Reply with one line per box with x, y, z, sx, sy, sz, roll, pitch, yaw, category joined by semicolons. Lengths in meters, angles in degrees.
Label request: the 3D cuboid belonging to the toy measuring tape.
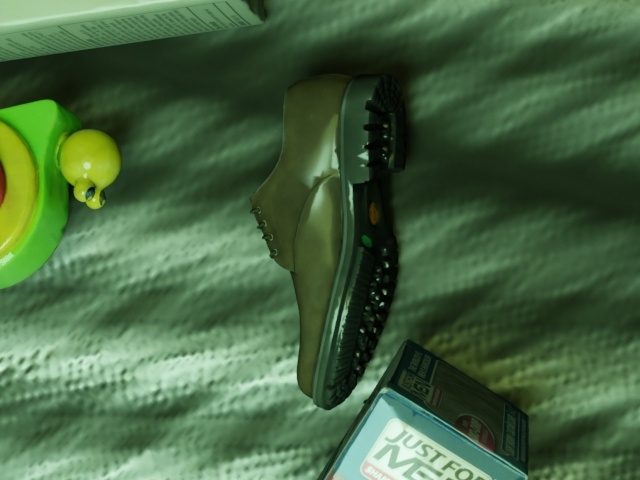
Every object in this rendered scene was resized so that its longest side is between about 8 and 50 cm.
-0.288;-0.012;1.157;0.330;0.121;0.121;-11;90;12;toy measuring tape

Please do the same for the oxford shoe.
0.000;0.000;1.155;0.096;0.083;0.227;5;91;24;oxford shoe

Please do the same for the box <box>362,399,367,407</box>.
0.058;0.155;1.173;0.067;0.018;0.083;4;92;5;box

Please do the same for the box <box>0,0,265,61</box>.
-0.203;-0.188;1.127;0.311;0.148;0.121;-7;90;4;box

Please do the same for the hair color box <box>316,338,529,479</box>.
0.001;0.245;1.088;0.105;0.174;0.347;32;99;2;hair color box
